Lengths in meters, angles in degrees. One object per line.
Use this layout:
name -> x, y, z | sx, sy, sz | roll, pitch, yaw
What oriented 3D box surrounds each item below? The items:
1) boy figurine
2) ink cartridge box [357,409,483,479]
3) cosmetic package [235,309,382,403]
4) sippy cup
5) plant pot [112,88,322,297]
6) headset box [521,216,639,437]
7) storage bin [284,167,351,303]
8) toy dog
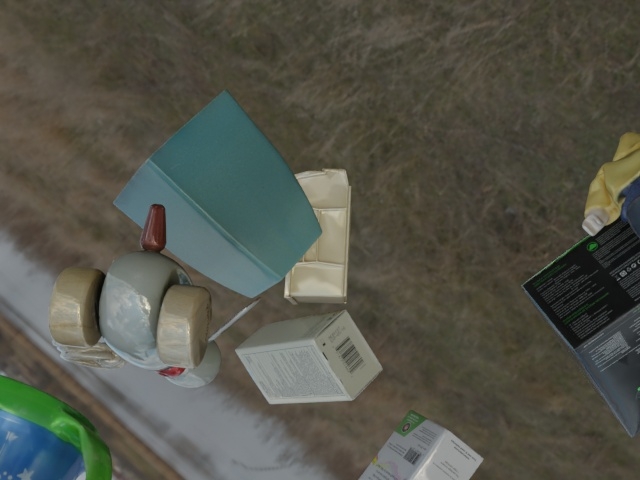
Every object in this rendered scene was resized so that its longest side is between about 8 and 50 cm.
boy figurine -> 0.387, -0.064, 1.034 | 0.092, 0.177, 0.285 | 53, -164, -6
ink cartridge box -> 0.186, 0.520, 1.865 | 0.117, 0.278, 0.201 | 41, 170, -13
cosmetic package -> -0.031, 0.255, 1.877 | 0.309, 0.113, 0.160 | -14, 110, 53
sippy cup -> -0.381, 0.279, 0.926 | 0.240, 0.224, 0.305 | 29, 145, -22
plant pot -> -0.127, -0.045, 1.207 | 0.234, 0.165, 0.165 | 46, 148, -7
headset box -> 0.442, 0.099, 1.151 | 0.283, 0.246, 0.131 | 47, -171, -41
storage bin -> 0.000, 0.000, 1.833 | 0.123, 0.260, 0.262 | 2, 173, 3
toy dog -> -0.176, 0.067, 0.983 | 0.220, 0.161, 0.334 | 16, 165, -11
